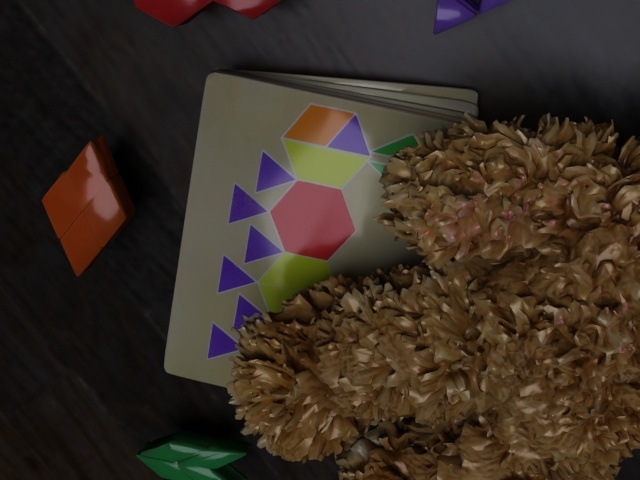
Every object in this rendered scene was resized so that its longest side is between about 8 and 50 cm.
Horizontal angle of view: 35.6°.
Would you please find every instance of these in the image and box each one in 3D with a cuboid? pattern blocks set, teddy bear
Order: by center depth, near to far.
[{"bbox_3d":[0.118,0.042,0.438,0.338,0.113,0.245,-16,108,14],"label":"teddy bear"},{"bbox_3d":[0.000,0.000,0.514,0.286,0.026,0.324,20,110,2],"label":"pattern blocks set"}]
